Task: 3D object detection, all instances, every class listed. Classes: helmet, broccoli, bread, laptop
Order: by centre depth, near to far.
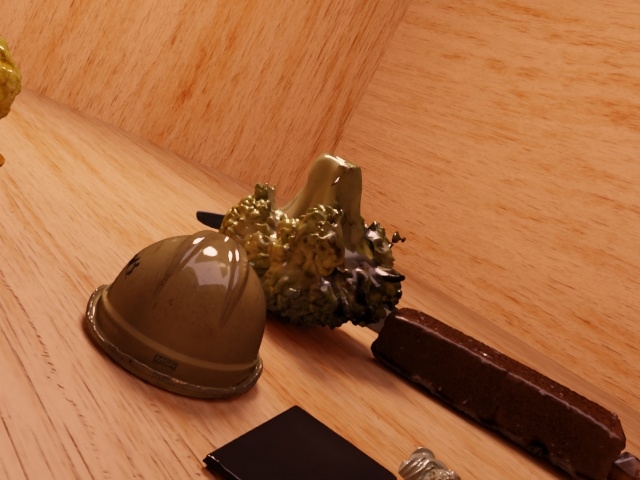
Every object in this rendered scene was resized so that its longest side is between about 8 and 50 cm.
[{"bbox_3d":[-0.008,0.209,0.583,0.135,0.016,0.197,30,8,19],"label":"laptop"},{"bbox_3d":[-0.135,0.056,0.724,0.204,0.137,0.257,26,6,-11],"label":"helmet"},{"bbox_3d":[0.286,0.246,1.090,0.417,0.113,0.165,28,5,21],"label":"bread"},{"bbox_3d":[-0.002,-0.003,1.108,0.293,0.280,0.348,9,17,-44],"label":"broccoli"}]

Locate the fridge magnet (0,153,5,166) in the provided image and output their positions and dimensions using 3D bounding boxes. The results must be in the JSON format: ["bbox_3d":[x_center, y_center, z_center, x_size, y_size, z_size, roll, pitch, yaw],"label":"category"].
[{"bbox_3d":[-0.562,-0.154,1.006,0.143,0.063,0.143,28,9,-5],"label":"fridge magnet"}]

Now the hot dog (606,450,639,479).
[{"bbox_3d":[0.525,0.410,0.973,0.131,0.069,0.252,35,6,-22],"label":"hot dog"}]

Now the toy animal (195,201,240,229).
[{"bbox_3d":[-0.131,-0.009,1.311,0.239,0.255,0.176,50,25,-50],"label":"toy animal"}]

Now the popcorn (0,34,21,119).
[{"bbox_3d":[-0.651,-0.292,1.143,0.242,0.235,0.250,-29,57,-31],"label":"popcorn"}]

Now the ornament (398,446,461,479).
[{"bbox_3d":[0.117,0.247,0.679,0.068,0.041,0.092,30,-6,-33],"label":"ornament"}]

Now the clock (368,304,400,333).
[{"bbox_3d":[0.138,0.167,1.449,0.215,0.042,0.215,27,5,-3],"label":"clock"}]
